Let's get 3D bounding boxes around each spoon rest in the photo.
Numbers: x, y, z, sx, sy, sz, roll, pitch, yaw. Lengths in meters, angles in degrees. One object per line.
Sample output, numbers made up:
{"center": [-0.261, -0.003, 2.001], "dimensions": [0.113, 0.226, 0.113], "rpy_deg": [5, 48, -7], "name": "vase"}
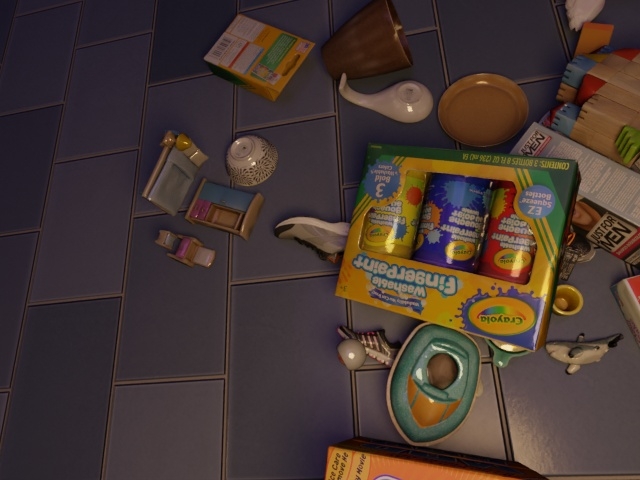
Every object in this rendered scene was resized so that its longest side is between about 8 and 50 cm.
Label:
{"center": [0.192, -0.421, 1.367], "dimensions": [0.276, 0.084, 0.137], "rpy_deg": [14, 75, 4], "name": "spoon rest"}

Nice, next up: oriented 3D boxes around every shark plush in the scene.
{"center": [0.589, 0.229, 1.034], "dimensions": [0.161, 0.073, 0.067], "rpy_deg": [-26, 36, 8], "name": "shark plush"}

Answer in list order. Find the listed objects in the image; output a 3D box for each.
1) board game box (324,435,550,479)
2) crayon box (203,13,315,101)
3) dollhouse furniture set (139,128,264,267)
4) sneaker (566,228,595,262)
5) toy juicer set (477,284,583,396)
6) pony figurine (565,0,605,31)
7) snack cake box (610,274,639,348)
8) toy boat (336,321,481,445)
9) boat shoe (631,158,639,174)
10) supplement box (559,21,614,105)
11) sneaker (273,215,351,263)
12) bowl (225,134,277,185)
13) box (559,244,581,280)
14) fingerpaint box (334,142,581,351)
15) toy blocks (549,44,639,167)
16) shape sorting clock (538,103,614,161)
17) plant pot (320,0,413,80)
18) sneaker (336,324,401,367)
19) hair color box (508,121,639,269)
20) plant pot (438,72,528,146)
{"center": [0.197, 0.574, 0.836], "dimensions": [0.356, 0.356, 0.356], "rpy_deg": [3, 71, 15], "name": "board game box"}
{"center": [-0.189, -0.584, 1.507], "dimensions": [0.323, 0.083, 0.203], "rpy_deg": [30, 80, 22], "name": "crayon box"}
{"center": [-0.327, -0.093, 1.239], "dimensions": [0.198, 0.303, 0.286], "rpy_deg": [15, 75, 19], "name": "dollhouse furniture set"}
{"center": [0.549, -0.019, 1.118], "dimensions": [0.215, 0.083, 0.084], "rpy_deg": [32, 79, 21], "name": "sneaker"}
{"center": [0.410, 0.172, 1.077], "dimensions": [0.329, 0.089, 0.209], "rpy_deg": [-40, 67, -2], "name": "toy juicer set"}
{"center": [0.745, -0.792, 1.273], "dimensions": [0.351, 0.303, 0.363], "rpy_deg": [-29, 49, -12], "name": "pony figurine"}
{"center": [0.801, 0.125, 1.000], "dimensions": [0.264, 0.089, 0.152], "rpy_deg": [-17, 69, 7], "name": "snack cake box"}
{"center": [0.183, 0.290, 1.012], "dimensions": [0.318, 0.148, 0.268], "rpy_deg": [18, 78, 6], "name": "toy boat"}
{"center": [0.823, -0.153, 1.098], "dimensions": [0.095, 0.084, 0.258], "rpy_deg": [-34, 66, -1], "name": "boat shoe"}
{"center": [0.707, -0.464, 1.247], "dimensions": [0.078, 0.080, 0.233], "rpy_deg": [18, 74, 20], "name": "supplement box"}
{"center": [0.000, 0.000, 1.238], "dimensions": [0.271, 0.100, 0.108], "rpy_deg": [8, 77, 16], "name": "sneaker"}
{"center": [-0.220, -0.256, 1.395], "dimensions": [0.170, 0.080, 0.170], "rpy_deg": [-5, 68, 12], "name": "bowl"}
{"center": [0.560, 0.048, 1.094], "dimensions": [0.067, 0.083, 0.018], "rpy_deg": [19, 35, 20], "name": "box"}
{"center": [0.288, -0.003, 1.031], "dimensions": [0.444, 0.163, 0.371], "rpy_deg": [13, 90, 32], "name": "fingerpaint box"}
{"center": [0.678, -0.340, 1.069], "dimensions": [0.381, 0.191, 0.261], "rpy_deg": [-39, 59, -17], "name": "toy blocks"}
{"center": [0.653, -0.258, 1.187], "dimensions": [0.206, 0.040, 0.206], "rpy_deg": [-4, 79, 22], "name": "shape sorting clock"}
{"center": [0.125, -0.568, 1.374], "dimensions": [0.230, 0.215, 0.215], "rpy_deg": [-18, 66, 22], "name": "plant pot"}
{"center": [0.123, 0.242, 1.137], "dimensions": [0.170, 0.063, 0.075], "rpy_deg": [26, 78, 16], "name": "sneaker"}
{"center": [0.615, -0.101, 1.075], "dimensions": [0.374, 0.185, 0.114], "rpy_deg": [37, 83, 23], "name": "hair color box"}
{"center": [0.447, -0.356, 1.295], "dimensions": [0.236, 0.032, 0.236], "rpy_deg": [-4, 70, 11], "name": "plant pot"}
